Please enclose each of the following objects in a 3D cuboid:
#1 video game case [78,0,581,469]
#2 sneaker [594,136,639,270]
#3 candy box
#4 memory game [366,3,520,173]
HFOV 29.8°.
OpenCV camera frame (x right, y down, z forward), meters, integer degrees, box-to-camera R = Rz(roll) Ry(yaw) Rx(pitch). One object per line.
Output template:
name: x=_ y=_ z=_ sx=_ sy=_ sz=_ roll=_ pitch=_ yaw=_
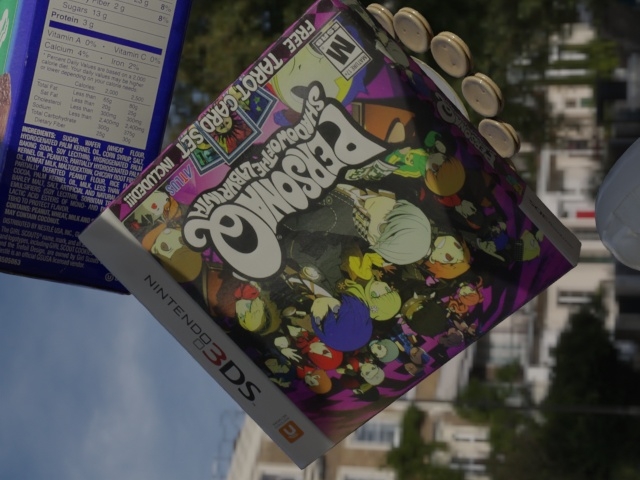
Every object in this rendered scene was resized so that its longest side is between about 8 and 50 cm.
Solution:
video game case: x=0.000 y=0.000 z=0.726 sx=0.210 sy=0.232 sz=0.042 roll=47 pitch=-155 yaw=-6
sneaker: x=0.223 y=-0.005 z=0.525 sx=0.290 sy=0.106 sz=0.123 roll=151 pitch=125 yaw=-61
candy box: x=-0.204 y=-0.136 z=0.953 sx=0.268 sy=0.122 sz=0.317 roll=12 pitch=90 yaw=65
memory game: x=0.087 y=-0.109 z=0.955 sx=0.012 sy=0.186 sz=0.186 roll=-42 pitch=-36 yaw=-21
